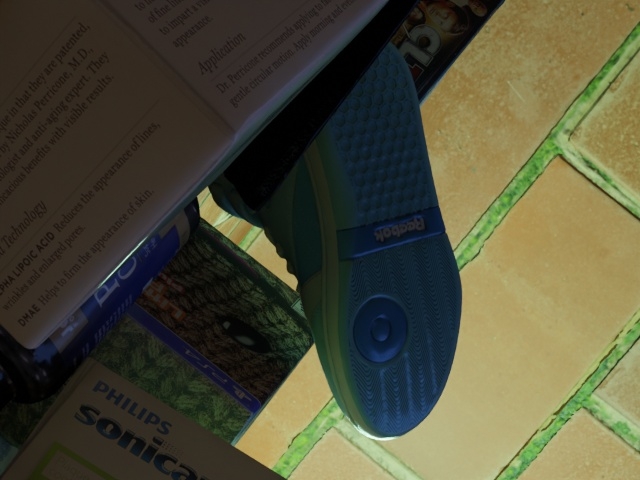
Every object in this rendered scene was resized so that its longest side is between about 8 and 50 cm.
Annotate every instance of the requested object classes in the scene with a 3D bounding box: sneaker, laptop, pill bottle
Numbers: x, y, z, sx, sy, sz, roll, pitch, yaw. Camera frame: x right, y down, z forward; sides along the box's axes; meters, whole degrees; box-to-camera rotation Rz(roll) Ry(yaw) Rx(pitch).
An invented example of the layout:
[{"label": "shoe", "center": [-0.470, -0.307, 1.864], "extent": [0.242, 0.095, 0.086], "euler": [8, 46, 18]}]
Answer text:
[{"label": "sneaker", "center": [0.000, 0.000, 1.450], "extent": [0.127, 0.319, 0.208], "euler": [-5, 179, -35]}, {"label": "laptop", "center": [-0.006, -0.176, 1.369], "extent": [0.136, 0.264, 0.234], "euler": [17, 117, -48]}, {"label": "pill bottle", "center": [-0.188, 0.026, 1.156], "extent": [0.219, 0.123, 0.123], "euler": [-51, 178, -25]}]

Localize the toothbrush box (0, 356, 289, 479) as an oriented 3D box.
[{"label": "toothbrush box", "center": [-0.129, 0.239, 1.200], "extent": [0.122, 0.206, 0.283], "euler": [-56, 178, -42]}]

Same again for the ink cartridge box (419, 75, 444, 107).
[{"label": "ink cartridge box", "center": [0.040, -0.181, 1.975], "extent": [0.261, 0.066, 0.296], "euler": [-52, -161, 16]}]

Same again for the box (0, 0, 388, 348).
[{"label": "box", "center": [-0.089, -0.075, 0.843], "extent": [0.182, 0.119, 0.181], "euler": [-42, -177, 38]}]

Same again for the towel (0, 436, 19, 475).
[{"label": "towel", "center": [-0.286, 0.213, 1.509], "extent": [0.209, 0.034, 0.285], "euler": [-51, -147, -8]}]

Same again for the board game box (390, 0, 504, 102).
[{"label": "board game box", "center": [0.052, -0.207, 1.759], "extent": [0.243, 0.165, 0.042], "euler": [-51, 178, -19]}]

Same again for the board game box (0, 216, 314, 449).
[{"label": "board game box", "center": [-0.148, 0.078, 1.422], "extent": [0.141, 0.232, 0.291], "euler": [-53, 178, 16]}]
